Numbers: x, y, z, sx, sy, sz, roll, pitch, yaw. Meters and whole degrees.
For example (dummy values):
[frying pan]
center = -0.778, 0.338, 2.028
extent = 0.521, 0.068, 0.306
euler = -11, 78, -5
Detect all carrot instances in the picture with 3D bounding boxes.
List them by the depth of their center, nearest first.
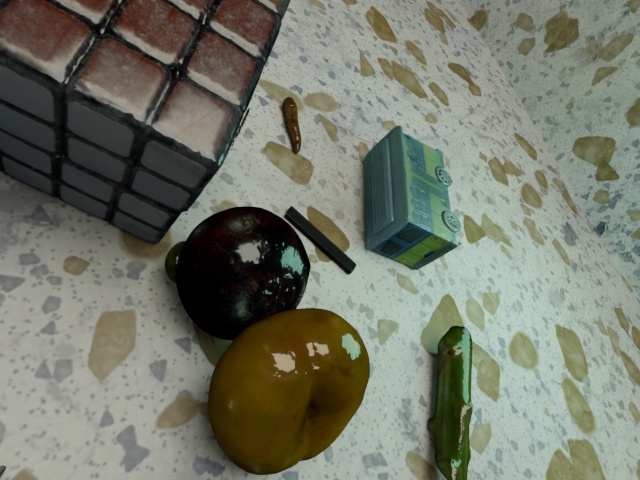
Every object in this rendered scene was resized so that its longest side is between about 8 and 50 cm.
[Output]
[carrot]
center = -0.067, -0.281, 1.068
extent = 0.035, 0.035, 0.165
euler = 8, 60, -34

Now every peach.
[peach]
center = -0.040, 0.215, 0.631
extent = 0.251, 0.153, 0.251
euler = -15, 114, -35

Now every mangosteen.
[mangosteen]
center = -0.127, 0.047, 0.700
extent = 0.216, 0.216, 0.216
euler = 20, 52, -27

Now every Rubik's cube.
[Rubik's cube]
center = -0.283, -0.243, 0.617
extent = 0.343, 0.337, 0.345
euler = 28, 62, -20

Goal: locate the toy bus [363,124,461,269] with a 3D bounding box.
[toy bus]
center = 0.215, -0.106, 1.086
extent = 0.190, 0.152, 0.312
euler = 22, 51, -25

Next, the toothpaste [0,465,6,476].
[toothpaste]
center = -0.467, 0.177, 0.432
extent = 0.299, 0.073, 0.114
euler = 36, 28, -8

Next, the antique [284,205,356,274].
[antique]
center = 0.000, 0.000, 0.945
extent = 0.192, 0.015, 0.031
euler = 42, 46, -7

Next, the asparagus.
[asparagus]
center = 0.267, 0.332, 0.884
extent = 0.082, 0.085, 0.343
euler = 28, 49, -15
